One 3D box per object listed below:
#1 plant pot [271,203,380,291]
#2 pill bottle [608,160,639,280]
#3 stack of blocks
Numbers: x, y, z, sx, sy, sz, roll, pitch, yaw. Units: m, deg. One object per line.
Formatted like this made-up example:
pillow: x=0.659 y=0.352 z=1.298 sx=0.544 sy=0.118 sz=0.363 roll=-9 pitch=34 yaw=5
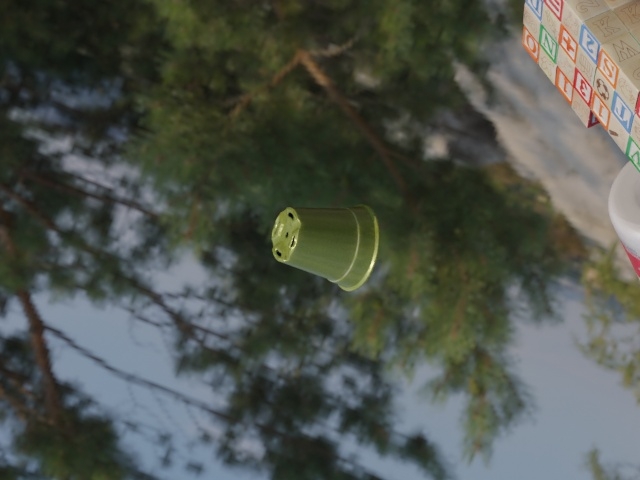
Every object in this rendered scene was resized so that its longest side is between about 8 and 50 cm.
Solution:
plant pot: x=0.000 y=0.000 z=1.206 sx=0.079 sy=0.083 sz=0.083 roll=12 pitch=-173 yaw=-29
pill bottle: x=0.631 y=0.042 z=2.099 sx=0.229 sy=0.229 sz=0.408 roll=24 pitch=156 yaw=48
stack of blocks: x=0.376 y=-0.226 z=1.678 sx=0.297 sy=0.087 sz=0.171 roll=59 pitch=168 yaw=31
